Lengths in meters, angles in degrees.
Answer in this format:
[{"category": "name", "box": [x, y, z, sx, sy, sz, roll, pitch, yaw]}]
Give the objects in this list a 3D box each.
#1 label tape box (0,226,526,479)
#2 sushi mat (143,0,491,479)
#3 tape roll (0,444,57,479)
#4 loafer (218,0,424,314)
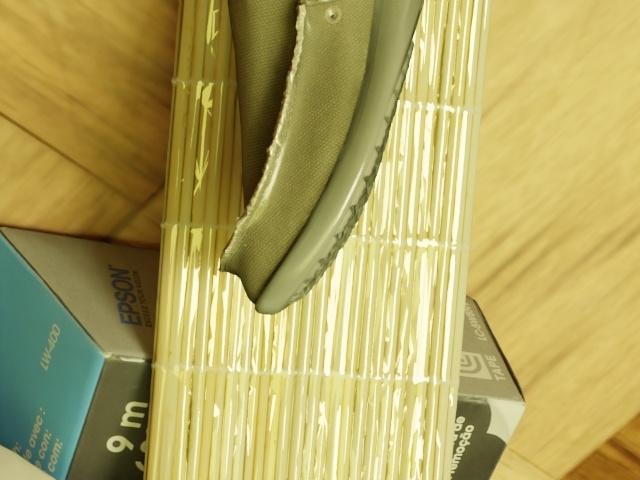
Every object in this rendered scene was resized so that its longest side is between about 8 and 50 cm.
[{"category": "label tape box", "box": [-0.096, 0.127, 0.962, 0.334, 0.106, 0.240, 8, 122, -21]}, {"category": "sushi mat", "box": [0.000, 0.000, 0.860, 0.151, 0.019, 0.316, 2, 98, -19]}, {"category": "tape roll", "box": [-0.196, 0.232, 0.908, 0.286, 0.100, 0.286, 14, 120, 24]}, {"category": "loafer", "box": [-0.002, -0.092, 0.796, 0.087, 0.094, 0.251, 17, 83, 2]}]
